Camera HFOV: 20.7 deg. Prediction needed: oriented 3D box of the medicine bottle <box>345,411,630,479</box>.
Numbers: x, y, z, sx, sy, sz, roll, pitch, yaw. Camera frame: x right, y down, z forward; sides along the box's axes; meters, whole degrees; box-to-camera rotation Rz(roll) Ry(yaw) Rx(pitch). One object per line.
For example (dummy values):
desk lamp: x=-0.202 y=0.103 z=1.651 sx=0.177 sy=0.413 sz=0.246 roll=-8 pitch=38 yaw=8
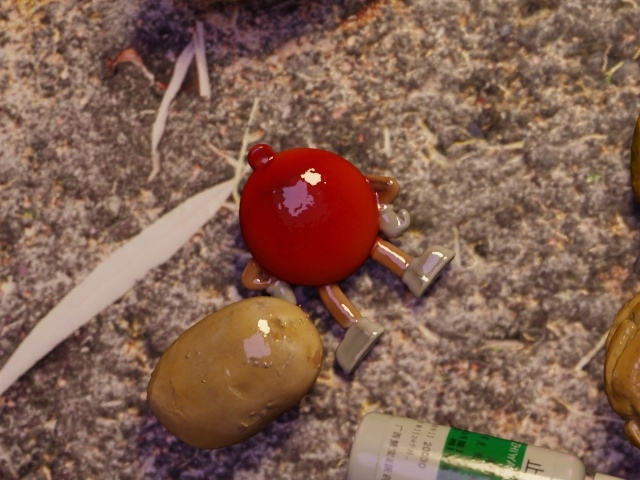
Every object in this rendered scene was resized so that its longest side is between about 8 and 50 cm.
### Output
medicine bottle: x=0.157 y=0.226 z=1.610 sx=0.260 sy=0.095 sz=0.095 roll=10 pitch=84 yaw=10

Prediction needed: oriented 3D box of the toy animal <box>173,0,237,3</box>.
toy animal: x=-0.023 y=-0.359 z=1.675 sx=0.358 sy=0.188 sz=0.226 roll=-32 pitch=68 yaw=5

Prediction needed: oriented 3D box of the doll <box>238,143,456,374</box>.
doll: x=0.000 y=0.000 z=1.677 sx=0.217 sy=0.085 sz=0.183 roll=43 pitch=95 yaw=-5

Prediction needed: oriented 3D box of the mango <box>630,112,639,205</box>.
mango: x=0.337 y=-0.049 z=1.626 sx=0.098 sy=0.075 sz=0.190 roll=-6 pitch=87 yaw=27

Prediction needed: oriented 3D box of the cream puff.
cream puff: x=0.347 y=0.111 z=1.573 sx=0.189 sy=0.129 sz=0.189 roll=1 pitch=100 yaw=6

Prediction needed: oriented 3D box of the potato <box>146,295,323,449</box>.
potato: x=-0.078 y=0.124 z=1.654 sx=0.178 sy=0.109 sz=0.118 roll=-33 pitch=72 yaw=17
